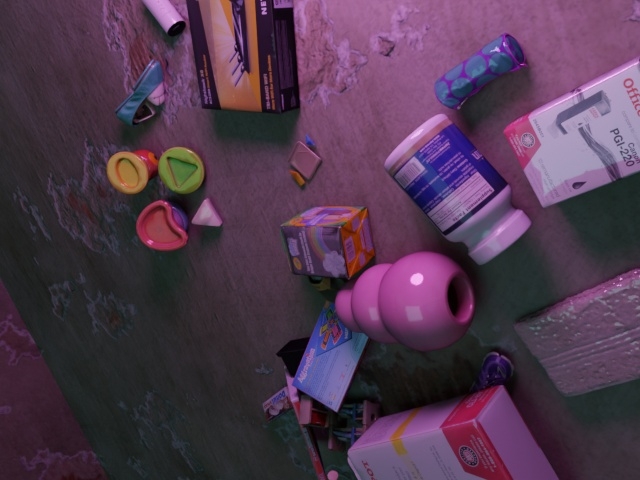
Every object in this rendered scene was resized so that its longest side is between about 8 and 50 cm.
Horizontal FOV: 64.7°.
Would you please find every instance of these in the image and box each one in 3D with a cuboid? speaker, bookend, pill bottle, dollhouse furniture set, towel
[{"bbox_3d":[-0.391,-0.569,1.235,0.136,0.055,0.055,52,131,2],"label":"speaker"},{"bbox_3d":[-0.019,0.356,1.418,0.156,0.072,0.157,-20,100,41],"label":"bookend"},{"bbox_3d":[0.257,-0.092,0.946,0.265,0.153,0.153,50,131,4],"label":"pill bottle"},{"bbox_3d":[0.052,0.487,1.334,0.129,0.183,0.129,-18,57,39],"label":"dollhouse furniture set"},{"bbox_3d":[0.532,0.182,0.957,0.282,0.049,0.187,-37,87,42],"label":"towel"}]

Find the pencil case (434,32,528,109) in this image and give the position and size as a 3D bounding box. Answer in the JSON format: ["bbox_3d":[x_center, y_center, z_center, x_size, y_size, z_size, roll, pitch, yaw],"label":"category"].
[{"bbox_3d":[0.279,-0.293,0.889,0.151,0.064,0.070,-31,77,41],"label":"pencil case"}]

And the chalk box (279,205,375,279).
[{"bbox_3d":[0.000,0.000,1.191,0.213,0.132,0.132,4,115,35],"label":"chalk box"}]

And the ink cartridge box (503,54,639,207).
[{"bbox_3d":[0.439,-0.170,0.819,0.218,0.092,0.159,-26,96,39],"label":"ink cartridge box"}]

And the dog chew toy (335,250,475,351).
[{"bbox_3d":[0.164,0.136,1.106,0.331,0.206,0.207,-11,106,47],"label":"dog chew toy"}]

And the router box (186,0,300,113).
[{"bbox_3d":[-0.175,-0.448,1.124,0.242,0.081,0.309,12,118,31],"label":"router box"}]

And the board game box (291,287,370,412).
[{"bbox_3d":[0.039,0.276,1.286,0.145,0.027,0.281,25,97,22],"label":"board game box"}]

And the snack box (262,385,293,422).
[{"bbox_3d":[-0.132,0.517,1.586,0.178,0.022,0.064,-48,53,45],"label":"snack box"}]

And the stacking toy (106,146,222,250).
[{"bbox_3d":[-0.430,-0.141,1.477,0.279,0.130,0.309,-13,109,12],"label":"stacking toy"}]

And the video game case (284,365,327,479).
[{"bbox_3d":[-0.045,0.527,1.463,0.025,0.204,0.285,-18,105,-5],"label":"video game case"}]

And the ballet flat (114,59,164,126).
[{"bbox_3d":[-0.475,-0.392,1.380,0.087,0.083,0.247,41,134,-20],"label":"ballet flat"}]

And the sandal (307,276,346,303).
[{"bbox_3d":[0.000,0.091,1.272,0.072,0.049,0.180,-46,75,17],"label":"sandal"}]

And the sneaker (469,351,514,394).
[{"bbox_3d":[0.374,0.322,1.123,0.068,0.071,0.170,26,124,22],"label":"sneaker"}]

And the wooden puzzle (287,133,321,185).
[{"bbox_3d":[-0.038,-0.190,1.201,0.078,0.014,0.116,45,130,3],"label":"wooden puzzle"}]

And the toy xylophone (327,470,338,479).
[{"bbox_3d":[0.144,0.694,1.390,0.081,0.236,0.323,-122,19,-55],"label":"toy xylophone"}]

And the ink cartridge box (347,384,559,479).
[{"bbox_3d":[0.285,0.515,1.116,0.384,0.160,0.279,-34,84,42],"label":"ink cartridge box"}]
